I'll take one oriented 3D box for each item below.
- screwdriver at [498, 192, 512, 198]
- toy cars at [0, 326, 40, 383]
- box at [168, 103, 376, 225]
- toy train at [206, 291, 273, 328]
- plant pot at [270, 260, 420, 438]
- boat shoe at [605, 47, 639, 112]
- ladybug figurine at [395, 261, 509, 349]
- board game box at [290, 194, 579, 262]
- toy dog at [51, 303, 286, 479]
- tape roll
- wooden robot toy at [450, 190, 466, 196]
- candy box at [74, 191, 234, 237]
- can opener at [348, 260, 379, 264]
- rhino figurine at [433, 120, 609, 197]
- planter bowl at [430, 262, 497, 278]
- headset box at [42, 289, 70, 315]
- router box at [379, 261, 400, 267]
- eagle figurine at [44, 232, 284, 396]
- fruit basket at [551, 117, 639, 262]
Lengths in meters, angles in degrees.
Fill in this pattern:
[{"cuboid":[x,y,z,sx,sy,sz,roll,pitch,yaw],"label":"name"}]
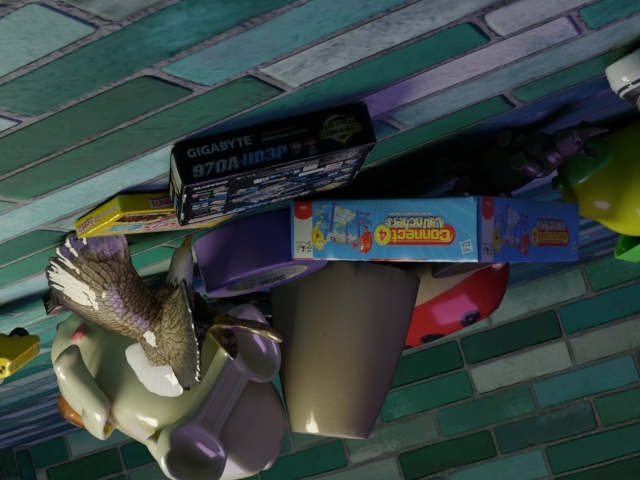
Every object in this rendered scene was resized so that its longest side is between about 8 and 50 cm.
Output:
[{"cuboid":[0.299,-0.088,1.922,0.025,0.024,0.170,12,174,15],"label":"screwdriver"},{"cuboid":[-0.616,0.214,1.751,0.393,0.087,0.176,-13,-160,-14],"label":"toy cars"},{"cuboid":[-0.059,-0.083,1.316,0.220,0.051,0.175,-14,170,-11],"label":"box"},{"cuboid":[-0.086,0.161,2.192,0.333,0.142,0.190,-1,-167,30],"label":"toy train"},{"cuboid":[0.030,0.188,1.933,0.256,0.274,0.256,5,169,1],"label":"plant pot"},{"cuboid":[0.455,-0.173,1.434,0.121,0.119,0.335,-22,168,31],"label":"boat shoe"},{"cuboid":[0.217,0.116,2.361,0.305,0.162,0.449,-24,178,-39],"label":"ladybug figurine"},{"cuboid":[0.168,-0.014,1.658,0.301,0.086,0.308,1,180,37],"label":"board game box"},{"cuboid":[-0.267,0.222,1.923,0.407,0.285,0.395,15,166,33],"label":"toy dog"},{"cuboid":[-0.089,0.020,1.735,0.189,0.080,0.189,-16,169,-3],"label":"tape roll"},{"cuboid":[0.216,-0.052,1.927,0.173,0.076,0.079,-26,-159,42],"label":"wooden robot toy"},{"cuboid":[-0.190,-0.035,1.439,0.205,0.027,0.105,-6,169,-43],"label":"candy box"},{"cuboid":[0.053,0.026,2.060,0.093,0.074,0.280,-51,171,-2],"label":"can opener"},{"cuboid":[0.284,-0.116,1.596,0.243,0.073,0.106,-20,163,35],"label":"rhino figurine"},{"cuboid":[0.258,-0.009,2.025,0.162,0.109,0.162,-16,170,-3],"label":"planter bowl"},{"cuboid":[-0.382,0.088,1.774,0.083,0.032,0.062,-12,169,-31],"label":"headset box"},{"cuboid":[0.090,0.046,2.256,0.122,0.038,0.092,-14,170,-10],"label":"router box"},{"cuboid":[-0.215,0.095,1.560,0.226,0.225,0.298,-17,172,17],"label":"eagle figurine"},{"cuboid":[0.543,-0.105,1.760,0.392,0.283,0.392,24,160,9],"label":"fruit basket"}]
